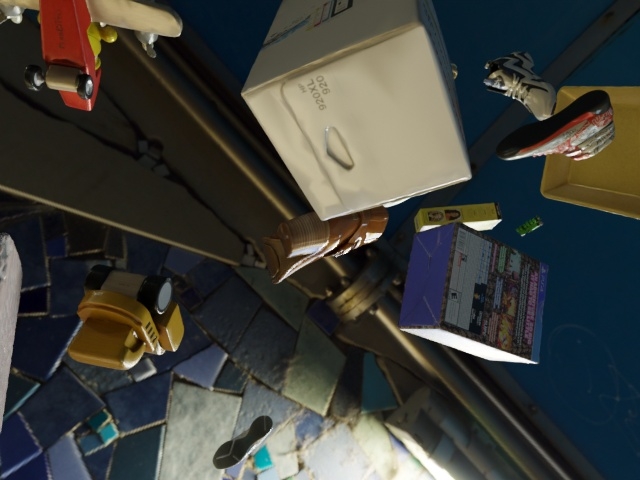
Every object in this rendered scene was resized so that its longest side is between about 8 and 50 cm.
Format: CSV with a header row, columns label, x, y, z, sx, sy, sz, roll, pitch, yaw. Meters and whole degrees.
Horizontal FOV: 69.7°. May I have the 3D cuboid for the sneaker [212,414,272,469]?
label,x,y,z,sx,sy,sz,roll,pitch,yaw
sneaker,-0.167,0.453,1.020,0.054,0.152,0.061,49,-20,24

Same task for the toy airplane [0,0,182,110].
label,x,y,z,sx,sy,sz,roll,pitch,yaw
toy airplane,-0.585,-0.556,1.086,0.384,0.272,0.386,-30,-60,18

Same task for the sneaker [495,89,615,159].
label,x,y,z,sx,sy,sz,roll,pitch,yaw
sneaker,0.584,-0.238,1.134,0.270,0.090,0.145,-29,-52,19

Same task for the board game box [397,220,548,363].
label,x,y,z,sx,sy,sz,roll,pitch,yaw
board game box,0.346,0.124,1.031,0.291,0.232,0.141,22,-19,-23

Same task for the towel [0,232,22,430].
label,x,y,z,sx,sy,sz,roll,pitch,yaw
towel,-0.555,0.178,0.769,0.317,0.053,0.332,-24,-115,58

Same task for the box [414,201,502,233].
label,x,y,z,sx,sy,sz,roll,pitch,yaw
box,0.401,-0.062,1.349,0.087,0.232,0.058,91,-7,-72

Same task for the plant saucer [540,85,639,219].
label,x,y,z,sx,sy,sz,roll,pitch,yaw
plant saucer,0.810,-0.257,1.289,0.332,0.080,0.333,30,-56,56

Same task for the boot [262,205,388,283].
label,x,y,z,sx,sy,sz,roll,pitch,yaw
boot,0.000,0.000,0.975,0.109,0.220,0.283,69,-25,17

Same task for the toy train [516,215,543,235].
label,x,y,z,sx,sy,sz,roll,pitch,yaw
toy train,0.458,-0.031,1.007,0.024,0.017,0.083,53,-15,9

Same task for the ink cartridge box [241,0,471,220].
label,x,y,z,sx,sy,sz,roll,pitch,yaw
ink cartridge box,0.050,-0.173,0.496,0.168,0.233,0.171,-15,-47,23

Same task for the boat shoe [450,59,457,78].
label,x,y,z,sx,sy,sz,roll,pitch,yaw
boat shoe,0.077,-0.225,0.724,0.089,0.285,0.104,57,2,24

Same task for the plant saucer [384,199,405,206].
label,x,y,z,sx,sy,sz,roll,pitch,yaw
plant saucer,0.184,-0.252,1.438,0.400,0.101,0.401,-1,-54,-1

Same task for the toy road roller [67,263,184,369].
label,x,y,z,sx,sy,sz,roll,pitch,yaw
toy road roller,-0.506,0.235,1.186,0.202,0.241,0.330,11,-40,4

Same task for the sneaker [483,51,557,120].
label,x,y,z,sx,sy,sz,roll,pitch,yaw
sneaker,0.530,-0.419,1.262,0.094,0.153,0.235,108,-29,-67
